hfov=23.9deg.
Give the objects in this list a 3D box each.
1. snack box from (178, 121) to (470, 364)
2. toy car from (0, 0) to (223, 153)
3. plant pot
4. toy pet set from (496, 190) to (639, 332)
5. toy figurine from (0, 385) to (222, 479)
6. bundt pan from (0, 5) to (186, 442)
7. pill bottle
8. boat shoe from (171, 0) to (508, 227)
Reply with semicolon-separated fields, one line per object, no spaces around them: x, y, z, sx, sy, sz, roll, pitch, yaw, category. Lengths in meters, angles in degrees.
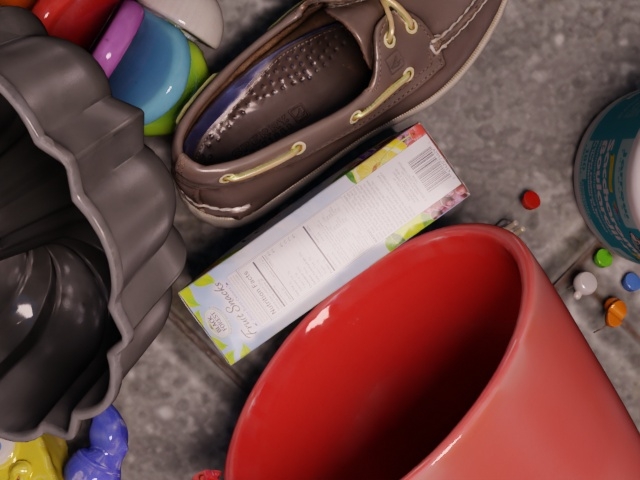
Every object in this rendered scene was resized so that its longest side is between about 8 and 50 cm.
0.000;0.000;1.116;0.207;0.174;0.070;-37;92;-1;snack box
-0.166;-0.145;1.120;0.182;0.136;0.159;32;90;-4;toy car
0.109;0.166;1.087;0.275;0.275;0.243;-45;115;0;plant pot
0.172;0.045;1.197;0.122;0.065;0.114;39;55;-7;toy pet set
-0.241;0.224;1.162;0.362;0.191;0.217;-33;64;6;toy figurine
-0.229;-0.028;1.063;0.331;0.331;0.124;52;46;-4;bundt pan
0.278;-0.045;1.083;0.146;0.264;0.146;0;92;-3;pill bottle
0.021;-0.138;1.132;0.324;0.097;0.116;-39;76;-8;boat shoe
